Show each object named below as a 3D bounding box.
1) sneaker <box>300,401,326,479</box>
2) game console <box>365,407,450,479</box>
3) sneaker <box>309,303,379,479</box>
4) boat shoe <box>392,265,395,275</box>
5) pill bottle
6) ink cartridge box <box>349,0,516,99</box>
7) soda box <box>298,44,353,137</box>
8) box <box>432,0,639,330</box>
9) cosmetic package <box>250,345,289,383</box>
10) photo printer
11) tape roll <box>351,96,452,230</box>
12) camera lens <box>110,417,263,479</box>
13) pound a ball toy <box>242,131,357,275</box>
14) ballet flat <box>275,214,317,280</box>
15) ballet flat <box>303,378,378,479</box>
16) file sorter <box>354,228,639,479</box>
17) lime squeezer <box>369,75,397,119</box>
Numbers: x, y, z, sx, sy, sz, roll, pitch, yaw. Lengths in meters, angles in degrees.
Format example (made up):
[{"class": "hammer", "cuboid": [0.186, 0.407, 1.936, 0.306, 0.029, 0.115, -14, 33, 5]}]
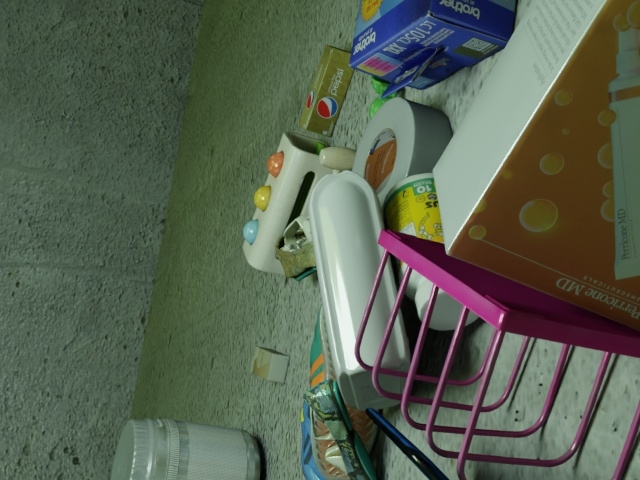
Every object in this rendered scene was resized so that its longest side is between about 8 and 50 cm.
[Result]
[{"class": "sneaker", "cuboid": [0.011, 0.325, 1.395, 0.209, 0.069, 0.082, -99, 28, -46]}, {"class": "game console", "cuboid": [0.117, 0.336, 0.893, 0.293, 0.174, 0.250, 151, 134, -84]}, {"class": "sneaker", "cuboid": [0.035, 0.235, 1.370, 0.121, 0.108, 0.302, 113, 161, -78]}, {"class": "boat shoe", "cuboid": [0.096, 0.050, 1.395, 0.125, 0.038, 0.046, 164, 98, -67]}, {"class": "pill bottle", "cuboid": [0.157, 0.015, 1.153, 0.208, 0.118, 0.117, -98, 30, -44]}, {"class": "ink cartridge box", "cuboid": [0.180, -0.408, 1.316, 0.270, 0.151, 0.395, 165, 114, -66]}, {"class": "soda box", "cuboid": [0.016, -0.315, 1.778, 0.058, 0.061, 0.181, -130, 56, -65]}, {"class": "box", "cuboid": [0.279, -0.123, 0.760, 0.168, 0.215, 0.345, -85, 19, -57]}, {"class": "cosmetic package", "cuboid": [-0.107, 0.259, 1.768, 0.115, 0.041, 0.060, 177, 105, -68]}, {"class": "photo printer", "cuboid": [0.053, 0.068, 1.210, 0.256, 0.107, 0.307, 76, -176, -67]}, {"class": "tape roll", "cuboid": [0.126, -0.118, 1.373, 0.219, 0.072, 0.219, -166, 90, -69]}, {"class": "camera lens", "cuboid": [-0.270, 0.481, 1.719, 0.219, 0.275, 0.219, -166, 90, -69]}, {"class": "pound a ball toy", "cuboid": [-0.056, -0.081, 1.717, 0.208, 0.136, 0.319, -118, 45, -60]}, {"class": "ballet flat", "cuboid": [0.000, 0.000, 1.531, 0.348, 0.123, 0.123, 157, 123, -67]}, {"class": "ballet flat", "cuboid": [0.027, 0.295, 1.262, 0.188, 0.070, 0.070, 68, 160, -9]}, {"class": "file sorter", "cuboid": [0.182, 0.127, 0.912, 0.291, 0.202, 0.182, -140, 64, -66]}, {"class": "lime squeezer", "cuboid": [0.117, -0.249, 1.527, 0.110, 0.059, 0.310, 76, -165, -67]}]
